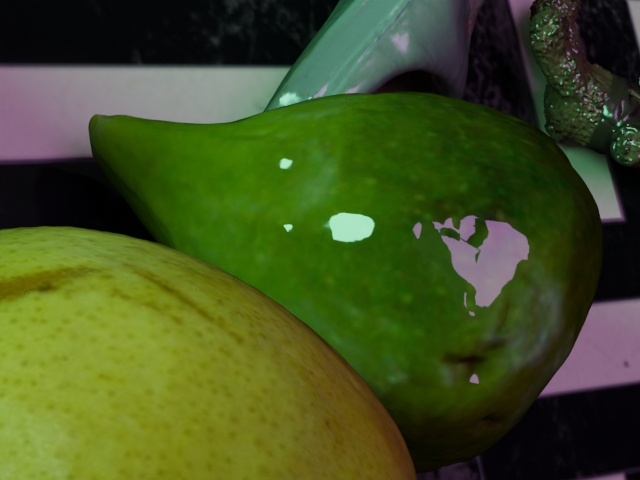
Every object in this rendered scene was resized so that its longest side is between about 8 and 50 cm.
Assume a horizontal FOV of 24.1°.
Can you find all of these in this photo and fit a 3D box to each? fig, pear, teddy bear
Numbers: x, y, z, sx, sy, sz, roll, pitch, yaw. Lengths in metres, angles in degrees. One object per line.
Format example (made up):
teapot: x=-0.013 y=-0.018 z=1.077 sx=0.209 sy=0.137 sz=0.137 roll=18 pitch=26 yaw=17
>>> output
fig: x=0.000 y=0.000 z=0.788 sx=0.275 sy=0.206 sz=0.206 roll=27 pitch=60 yaw=-4
pear: x=-0.110 y=0.140 z=0.610 sx=0.314 sy=0.314 sz=0.314 roll=11 pitch=68 yaw=-28
teddy bear: x=0.188 y=-0.089 z=0.998 sx=0.160 sy=0.078 sz=0.119 roll=40 pitch=23 yaw=-5

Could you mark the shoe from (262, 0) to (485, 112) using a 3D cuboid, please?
shoe: x=0.054 y=-0.121 z=0.912 sx=0.100 sy=0.103 sz=0.251 roll=44 pitch=62 yaw=-9
